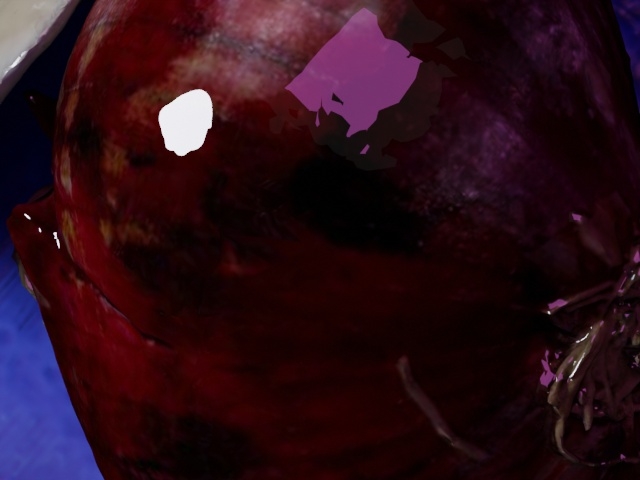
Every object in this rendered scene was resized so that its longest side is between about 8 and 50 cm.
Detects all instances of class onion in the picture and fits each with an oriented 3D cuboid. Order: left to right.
[{"bbox_3d":[0.015,0.005,0.558,0.281,0.281,0.221,36,67,11],"label":"onion"}]

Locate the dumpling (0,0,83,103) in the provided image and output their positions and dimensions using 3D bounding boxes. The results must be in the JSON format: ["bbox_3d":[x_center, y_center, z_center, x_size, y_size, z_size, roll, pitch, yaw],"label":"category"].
[{"bbox_3d":[-0.151,-0.104,0.619,0.175,0.243,0.227,9,57,-22],"label":"dumpling"}]
